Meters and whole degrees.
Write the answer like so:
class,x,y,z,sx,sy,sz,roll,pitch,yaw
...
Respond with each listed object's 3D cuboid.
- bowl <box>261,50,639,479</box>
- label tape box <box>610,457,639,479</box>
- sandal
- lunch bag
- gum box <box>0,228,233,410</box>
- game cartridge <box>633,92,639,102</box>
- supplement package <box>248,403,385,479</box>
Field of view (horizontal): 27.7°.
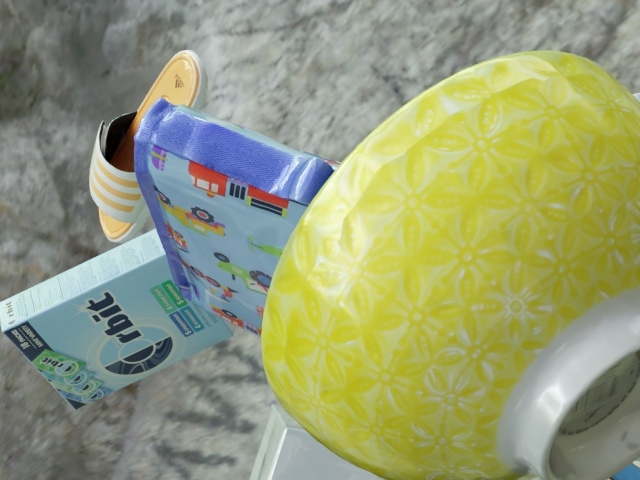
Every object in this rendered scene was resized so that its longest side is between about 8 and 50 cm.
class,x,y,z,sx,sy,sz,roll,pitch,yaw
bowl,0.125,0.052,0.758,0.289,0.289,0.156,-25,-133,-20
label tape box,0.260,0.097,1.258,0.241,0.106,0.333,35,-130,-24
sandal,-0.220,-0.114,1.500,0.076,0.265,0.102,1,-139,-41
lunch bag,0.000,0.000,0.877,0.221,0.293,0.138,23,-99,10
gum box,-0.200,0.080,1.291,0.184,0.157,0.041,-24,-131,2
game cartridge,0.498,-0.080,1.566,0.294,0.060,0.196,12,-117,7
supplement package,0.007,0.226,1.079,0.134,0.244,0.139,18,-93,-3
